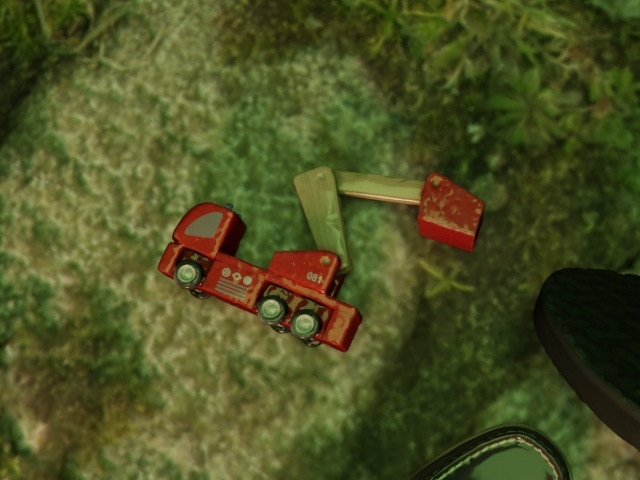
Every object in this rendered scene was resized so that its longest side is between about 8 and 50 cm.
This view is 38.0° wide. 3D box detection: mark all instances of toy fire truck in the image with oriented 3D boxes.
[{"bbox_3d":[0.000,0.000,0.628,0.192,0.047,0.135,22,80,12],"label":"toy fire truck"}]

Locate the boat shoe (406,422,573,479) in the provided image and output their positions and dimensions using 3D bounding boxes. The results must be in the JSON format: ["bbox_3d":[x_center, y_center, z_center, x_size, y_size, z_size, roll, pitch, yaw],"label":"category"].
[{"bbox_3d":[0.040,0.219,0.548,0.285,0.092,0.103,-39,75,-3],"label":"boat shoe"}]

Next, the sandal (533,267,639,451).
[{"bbox_3d":[0.299,0.159,0.496,0.445,0.167,0.107,32,123,24],"label":"sandal"}]
